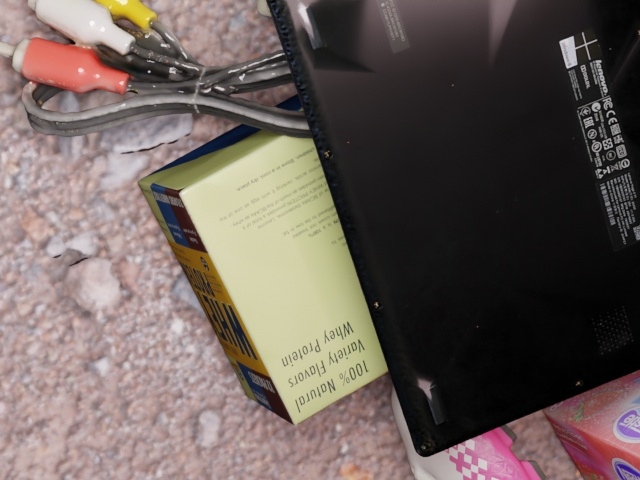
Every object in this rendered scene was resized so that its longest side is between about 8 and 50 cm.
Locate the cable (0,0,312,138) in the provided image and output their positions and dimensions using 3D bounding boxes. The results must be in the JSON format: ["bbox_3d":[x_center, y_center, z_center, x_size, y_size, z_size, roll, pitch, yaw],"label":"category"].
[{"bbox_3d":[-0.113,-0.124,1.400,0.287,0.072,0.139,19,69,21],"label":"cable"}]

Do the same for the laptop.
[{"bbox_3d":[0.174,-0.107,1.474,0.408,0.236,0.382,-22,109,-9],"label":"laptop"}]

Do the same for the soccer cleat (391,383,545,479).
[{"bbox_3d":[0.135,0.258,1.570,0.143,0.116,0.331,-38,106,-11],"label":"soccer cleat"}]

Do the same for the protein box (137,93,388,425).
[{"bbox_3d":[0.000,0.000,1.486,0.200,0.136,0.201,-29,104,-14],"label":"protein box"}]

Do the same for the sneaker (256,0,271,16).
[{"bbox_3d":[-0.082,-0.262,1.447,0.252,0.103,0.111,37,87,-15],"label":"sneaker"}]

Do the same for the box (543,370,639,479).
[{"bbox_3d":[0.324,0.181,1.526,0.142,0.300,0.154,-35,106,-11],"label":"box"}]
